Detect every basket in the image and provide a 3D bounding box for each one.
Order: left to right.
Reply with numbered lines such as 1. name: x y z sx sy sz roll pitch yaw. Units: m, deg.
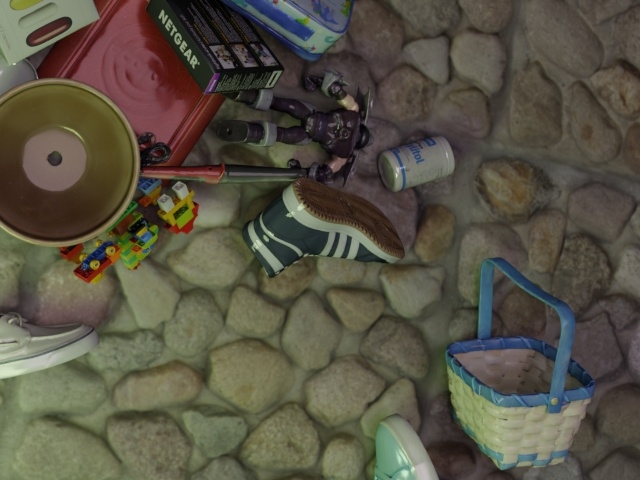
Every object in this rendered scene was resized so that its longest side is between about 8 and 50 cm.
1. basket: 0.313 0.195 1.995 0.201 0.255 0.289 -8 114 -18

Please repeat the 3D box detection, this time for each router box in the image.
1. router box: -0.153 -0.293 1.820 0.133 0.046 0.179 -11 56 -43

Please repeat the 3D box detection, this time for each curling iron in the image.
1. curling iron: -0.155 -0.112 1.849 0.274 0.035 0.068 7 85 -8

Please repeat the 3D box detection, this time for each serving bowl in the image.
1. serving bowl: -0.447 -0.228 1.812 0.083 0.027 0.083 0 93 -1

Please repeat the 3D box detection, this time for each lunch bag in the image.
1. lunch bag: -0.057 -0.382 1.880 0.219 0.090 0.176 31 42 -21

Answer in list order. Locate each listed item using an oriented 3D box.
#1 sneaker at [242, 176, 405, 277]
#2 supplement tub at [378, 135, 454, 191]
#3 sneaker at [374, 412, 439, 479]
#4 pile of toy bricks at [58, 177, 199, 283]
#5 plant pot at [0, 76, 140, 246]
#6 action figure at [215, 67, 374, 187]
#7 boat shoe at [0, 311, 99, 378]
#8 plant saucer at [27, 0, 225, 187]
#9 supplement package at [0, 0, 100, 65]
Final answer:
1. sneaker: 0.000 0.000 1.953 0.153 0.099 0.282 -37 144 25
2. supplement tub: 0.153 -0.124 2.014 0.107 0.071 0.071 -18 98 -18
3. sneaker: 0.115 0.465 1.991 0.150 0.135 0.366 -13 96 -22
4. pile of toy bricks: -0.283 -0.001 1.860 0.212 0.118 0.105 -43 139 -25
5. plant pot: -0.381 -0.114 1.795 0.237 0.110 0.237 -2 97 -14
6. action figure: -0.025 -0.181 1.929 0.285 0.099 0.185 10 86 -38
7. boat shoe: -0.456 0.145 1.800 0.267 0.096 0.088 -11 101 -11
8. plant saucer: -0.263 -0.252 1.873 0.258 0.048 0.259 36 80 -18
9. supplement package: -0.433 -0.407 1.663 0.145 0.204 0.262 -32 139 -16
